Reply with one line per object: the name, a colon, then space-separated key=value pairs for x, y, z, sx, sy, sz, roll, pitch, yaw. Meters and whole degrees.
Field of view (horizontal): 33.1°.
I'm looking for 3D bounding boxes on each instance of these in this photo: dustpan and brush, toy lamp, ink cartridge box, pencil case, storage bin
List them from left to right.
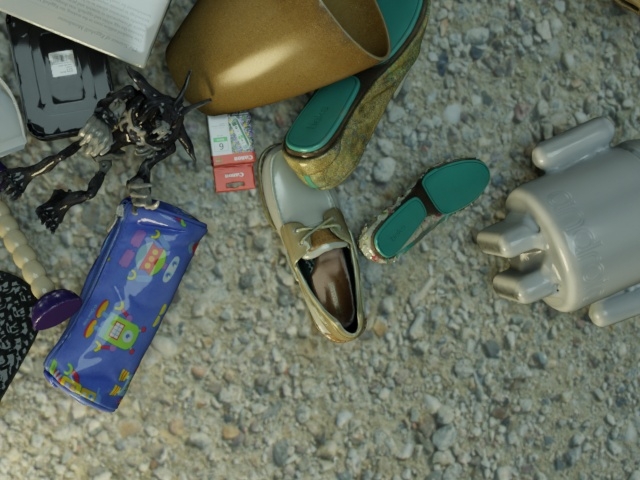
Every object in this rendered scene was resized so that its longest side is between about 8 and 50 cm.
dustpan and brush: x=-0.474 y=-0.200 z=1.435 sx=0.147 sy=0.060 sz=0.211 roll=-18 pitch=59 yaw=8
toy lamp: x=-0.410 y=-0.014 z=1.425 sx=0.080 sy=0.080 sz=0.274 roll=-33 pitch=76 yaw=-9
storage bin: x=-0.350 y=-0.231 z=1.463 sx=0.122 sy=0.084 sz=0.180 roll=-11 pitch=95 yaw=-11
pencil case: x=-0.272 y=0.079 z=1.472 sx=0.133 sy=0.119 sz=0.306 roll=28 pitch=86 yaw=-32
ink cartridge box: x=-0.126 y=-0.128 z=1.540 sx=0.063 sy=0.029 sz=0.115 roll=-7 pitch=93 yaw=-12

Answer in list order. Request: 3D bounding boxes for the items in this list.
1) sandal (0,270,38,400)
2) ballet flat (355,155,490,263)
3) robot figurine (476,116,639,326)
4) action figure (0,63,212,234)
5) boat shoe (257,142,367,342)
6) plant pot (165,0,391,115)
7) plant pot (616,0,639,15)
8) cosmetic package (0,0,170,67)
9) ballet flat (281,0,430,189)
sandal: x=-0.521 y=0.247 z=1.449 sx=0.168 sy=0.107 sz=0.445 roll=35 pitch=72 yaw=-11
ballet flat: x=0.142 y=-0.050 z=1.569 sx=0.241 sy=0.077 sz=0.091 roll=-34 pitch=103 yaw=-23
robot figurine: x=0.412 y=-0.023 z=1.568 sx=0.354 sy=0.200 sz=0.299 roll=-23 pitch=102 yaw=-10
action figure: x=-0.264 y=-0.110 z=1.388 sx=0.276 sy=0.141 sz=0.164 roll=-31 pitch=124 yaw=8
boat shoe: x=0.000 y=0.000 z=1.534 sx=0.113 sy=0.103 sz=0.302 roll=-24 pitch=97 yaw=-10
plant pot: x=-0.075 y=-0.280 z=1.443 sx=0.254 sy=0.237 sz=0.237 roll=-29 pitch=99 yaw=24
plant pot: x=0.513 y=-0.499 z=1.534 sx=0.334 sy=0.334 sz=0.305 roll=43 pitch=95 yaw=-10
cosmetic package: x=-0.282 y=-0.364 z=1.339 sx=0.224 sy=0.138 sz=0.224 roll=22 pitch=100 yaw=-12
ballet flat: x=0.060 y=-0.215 z=1.527 sx=0.123 sy=0.123 sz=0.348 roll=36 pitch=65 yaw=-11
